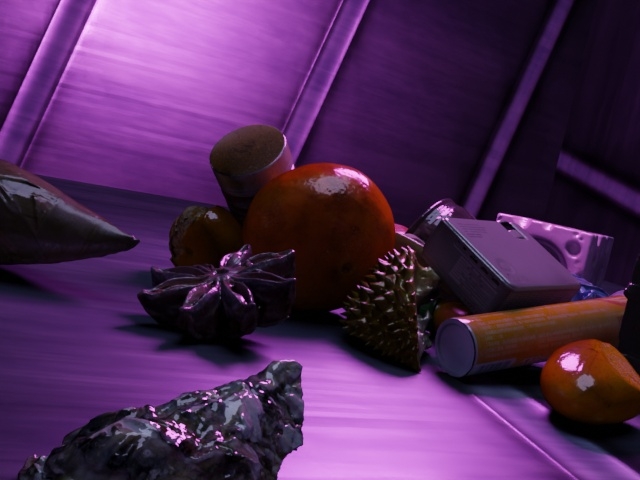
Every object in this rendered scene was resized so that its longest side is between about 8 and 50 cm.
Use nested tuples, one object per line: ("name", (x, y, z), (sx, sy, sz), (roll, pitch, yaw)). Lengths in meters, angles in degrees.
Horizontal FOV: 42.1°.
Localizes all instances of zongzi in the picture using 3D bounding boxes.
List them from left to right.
("zongzi", (-0.507, -0.045, 1.377), (0.393, 0.174, 0.356), (11, 2, -17))

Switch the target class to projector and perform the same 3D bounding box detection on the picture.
("projector", (0.318, 0.053, 1.477), (0.257, 0.099, 0.192), (2, 40, -47))

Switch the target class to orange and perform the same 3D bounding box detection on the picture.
("orange", (-0.216, 0.003, 1.591), (0.157, 0.156, 0.134), (15, 17, 25))
("orange", (0.000, 0.000, 1.499), (0.284, 0.283, 0.226), (9, 23, -25))

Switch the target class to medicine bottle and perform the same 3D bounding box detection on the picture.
("medicine bottle", (-0.102, -0.063, 1.665), (0.151, 0.151, 0.322), (16, -36, 29))
("medicine bottle", (0.245, 0.149, 1.524), (0.309, 0.076, 0.111), (17, 3, 36))
("medicine bottle", (0.380, 0.149, 1.365), (0.426, 0.108, 0.108), (-3, 13, -34))

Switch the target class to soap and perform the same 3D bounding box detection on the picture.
("soap", (0.501, 0.152, 1.650), (0.077, 0.156, 0.293), (14, 5, 4))

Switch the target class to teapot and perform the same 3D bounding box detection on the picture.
("teapot", (0.277, 0.048, 1.690), (0.239, 0.239, 0.321), (38, -19, 22))

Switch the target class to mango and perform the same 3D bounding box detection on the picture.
("mango", (0.380, 0.208, 1.168), (0.141, 0.102, 0.217), (40, 19, 20))

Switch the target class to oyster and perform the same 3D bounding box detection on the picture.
("oyster", (-0.113, 0.172, 0.683), (0.252, 0.087, 0.199), (-2, 10, -16))

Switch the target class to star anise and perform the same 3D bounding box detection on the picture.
("star anise", (-0.139, 0.086, 1.217), (0.223, 0.108, 0.236), (-10, 20, 2))

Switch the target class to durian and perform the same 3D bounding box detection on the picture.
("durian", (0.136, 0.109, 1.384), (0.166, 0.172, 0.306), (38, 2, 8))

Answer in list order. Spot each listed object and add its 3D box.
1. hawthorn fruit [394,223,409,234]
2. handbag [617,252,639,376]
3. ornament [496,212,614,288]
("hawthorn fruit", (0.161, 0.037, 2.010), (0.173, 0.172, 0.173), (12, 6, -1))
("handbag", (0.580, 0.161, 1.277), (0.260, 0.247, 0.079), (19, 15, 40))
("ornament", (0.566, 0.077, 2.085), (0.240, 0.239, 0.240), (16, 6, 30))
